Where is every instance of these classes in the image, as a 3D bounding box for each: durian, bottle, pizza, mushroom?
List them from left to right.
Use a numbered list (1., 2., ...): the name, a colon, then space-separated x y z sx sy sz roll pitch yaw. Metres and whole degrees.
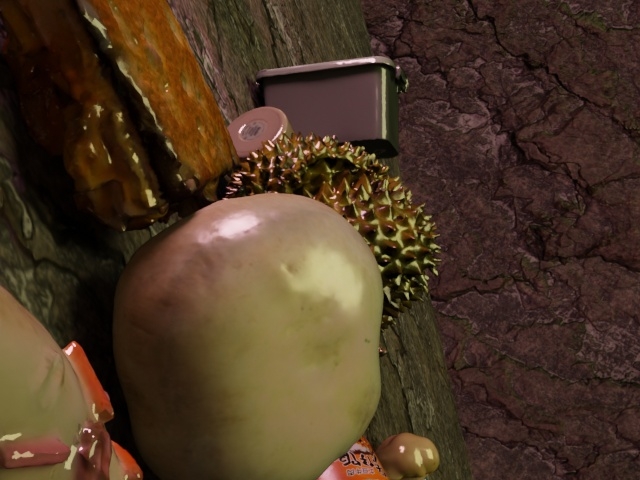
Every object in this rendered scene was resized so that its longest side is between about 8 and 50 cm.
1. pizza: -0.166 -0.129 0.742 0.409 0.114 0.277 43 32 -65
2. mushroom: -0.071 0.084 0.734 0.254 0.234 0.260 47 70 -30
3. bottle: -0.050 -0.079 1.195 0.110 0.097 0.209 40 -14 43
4. durian: 0.005 -0.009 1.026 0.293 0.258 0.258 36 29 -22

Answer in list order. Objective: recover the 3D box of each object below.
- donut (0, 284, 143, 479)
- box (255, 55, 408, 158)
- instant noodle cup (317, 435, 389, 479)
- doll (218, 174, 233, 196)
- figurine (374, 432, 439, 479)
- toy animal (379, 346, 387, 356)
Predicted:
1. donut: -0.171 0.160 0.299 0.382 0.142 0.382 -15 90 -77
2. box: 0.020 -0.204 1.397 0.163 0.243 0.135 28 60 -74
3. instant noodle cup: 0.008 0.275 0.899 0.177 0.208 0.125 15 31 -28
4. doll: -0.110 -0.064 1.096 0.125 0.027 0.037 59 28 -50
5. figurine: 0.145 0.425 1.443 0.108 0.114 0.196 111 -20 -71
6. toy animal: 0.062 0.103 1.299 0.272 0.197 0.160 51 28 -70
